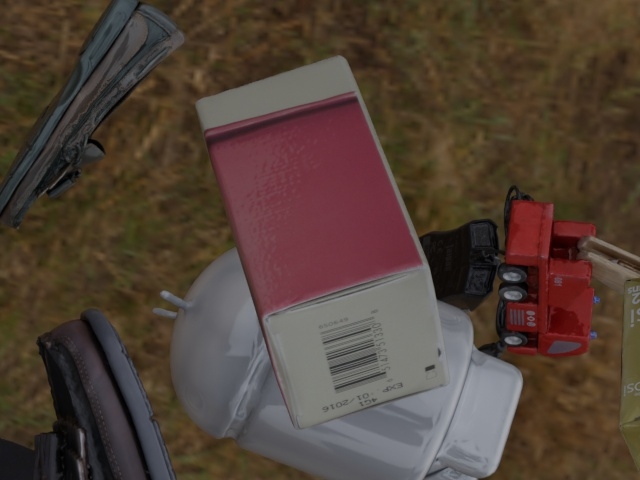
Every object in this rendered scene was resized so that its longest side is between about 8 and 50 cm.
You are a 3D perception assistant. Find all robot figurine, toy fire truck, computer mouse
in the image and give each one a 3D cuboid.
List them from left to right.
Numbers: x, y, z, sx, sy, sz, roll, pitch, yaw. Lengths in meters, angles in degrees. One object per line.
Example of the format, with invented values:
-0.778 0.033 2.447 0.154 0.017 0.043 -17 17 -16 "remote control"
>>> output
0.008 0.122 1.742 0.353 0.300 0.200 22 65 -5 "robot figurine"
0.167 0.063 1.964 0.060 0.262 0.184 12 68 -25 "computer mouse"
0.185 0.019 1.195 0.192 0.135 0.047 79 19 -57 "toy fire truck"

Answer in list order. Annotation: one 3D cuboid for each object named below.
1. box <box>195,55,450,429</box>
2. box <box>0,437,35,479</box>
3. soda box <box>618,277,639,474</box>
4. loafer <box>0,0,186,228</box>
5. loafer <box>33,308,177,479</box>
0.000 0.000 1.387 0.127 0.232 0.148 -17 138 -3 "box"
-0.398 0.379 1.384 0.480 0.472 0.297 -45 128 -33 "box"
0.153 0.087 0.636 0.181 0.058 0.061 60 30 -44 "soda box"
-0.228 -0.115 1.788 0.084 0.096 0.267 30 101 -13 "loafer"
-0.114 0.192 1.018 0.095 0.109 0.302 -18 91 -14 "loafer"
